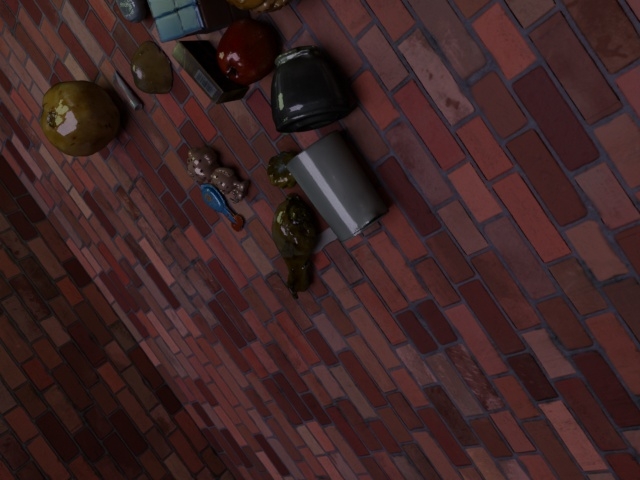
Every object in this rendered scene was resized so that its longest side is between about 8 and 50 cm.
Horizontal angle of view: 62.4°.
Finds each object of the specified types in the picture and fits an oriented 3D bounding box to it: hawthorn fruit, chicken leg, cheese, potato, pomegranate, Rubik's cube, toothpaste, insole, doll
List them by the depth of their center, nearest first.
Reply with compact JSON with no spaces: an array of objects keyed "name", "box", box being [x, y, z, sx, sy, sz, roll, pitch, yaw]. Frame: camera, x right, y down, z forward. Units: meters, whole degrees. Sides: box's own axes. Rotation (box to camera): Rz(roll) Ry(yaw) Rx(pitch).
[{"name":"hawthorn fruit","box":[-0.244,-0.584,1.683,0.197,0.225,0.196,20,148,13]},{"name":"Rubik's cube","box":[-0.401,-0.783,1.690,0.231,0.221,0.224,2,117,38]},{"name":"insole","box":[0.000,0.000,1.994,0.197,0.004,0.065,-34,92,45]},{"name":"chicken leg","box":[-0.097,0.042,2.010,0.201,0.153,0.429,35,140,40]},{"name":"potato","box":[-0.681,-0.662,2.063,0.182,0.117,0.202,24,129,29]},{"name":"doll","box":[-0.413,-0.258,2.102,0.278,0.119,0.154,37,134,2]},{"name":"cheese","box":[-0.416,-0.141,2.218,0.256,0.037,0.106,45,135,5]},{"name":"toothpaste","box":[-0.829,-0.634,2.249,0.194,0.043,0.067,51,138,11]},{"name":"pomegranate","box":[-1.035,-0.527,2.291,0.333,0.332,0.332,19,126,29]}]

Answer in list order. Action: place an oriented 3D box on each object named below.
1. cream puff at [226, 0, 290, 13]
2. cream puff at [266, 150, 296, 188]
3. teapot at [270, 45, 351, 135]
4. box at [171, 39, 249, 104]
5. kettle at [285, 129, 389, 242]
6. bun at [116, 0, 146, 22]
[{"name":"cream puff","box":[-0.162,-0.813,1.478,0.343,0.231,0.327,12,117,40]},{"name":"cream puff","box":[-0.118,-0.239,1.874,0.146,0.146,0.116,22,166,27]},{"name":"teapot","box":[-0.044,-0.465,1.649,0.240,0.321,0.239,-13,91,2]},{"name":"box","box":[-0.379,-0.588,1.837,0.240,0.159,0.071,49,127,5]},{"name":"kettle","box":[0.041,-0.161,1.730,0.265,0.205,0.318,-32,96,42]},{"name":"bun","box":[-0.696,-0.884,1.964,0.141,0.083,0.140,29,137,31]}]
